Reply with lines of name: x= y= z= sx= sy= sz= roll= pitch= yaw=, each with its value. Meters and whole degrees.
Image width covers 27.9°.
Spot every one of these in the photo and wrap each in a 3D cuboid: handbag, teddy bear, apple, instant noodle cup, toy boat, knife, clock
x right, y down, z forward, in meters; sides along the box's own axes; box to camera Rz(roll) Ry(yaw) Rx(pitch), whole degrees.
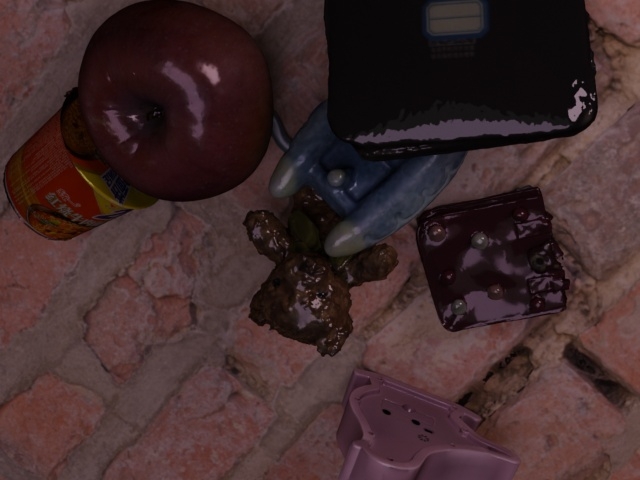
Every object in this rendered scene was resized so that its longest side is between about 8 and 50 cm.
handbag: x=0.266 y=0.033 z=1.975 sx=0.216 sy=0.074 sz=0.203 roll=-10 pitch=111 yaw=16
teddy bear: x=0.002 y=-0.008 z=1.933 sx=0.246 sy=0.222 sz=0.296 roll=17 pitch=115 yaw=7
apple: x=-0.201 y=-0.209 z=1.877 sx=0.306 sy=0.235 sz=0.305 roll=11 pitch=121 yaw=19
instant noodle cup: x=-0.374 y=-0.107 z=1.990 sx=0.174 sy=0.213 sz=0.213 roll=-29 pitch=105 yaw=31
toy boat: x=0.086 y=-0.138 z=1.835 sx=0.330 sy=0.123 sz=0.215 roll=-40 pitch=78 yaw=-6
knife: x=-0.095 y=-0.224 z=1.973 sx=0.028 sy=0.015 sz=0.210 roll=-22 pitch=106 yaw=27
clock: x=0.166 y=0.335 z=2.022 sx=0.290 sy=0.275 sz=0.080 roll=19 pitch=112 yaw=0

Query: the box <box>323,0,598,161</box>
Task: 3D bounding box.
box: x=0.185 y=-0.291 z=1.748 sx=0.359 sy=0.091 sz=0.350 roll=-5 pitch=78 yaw=11
